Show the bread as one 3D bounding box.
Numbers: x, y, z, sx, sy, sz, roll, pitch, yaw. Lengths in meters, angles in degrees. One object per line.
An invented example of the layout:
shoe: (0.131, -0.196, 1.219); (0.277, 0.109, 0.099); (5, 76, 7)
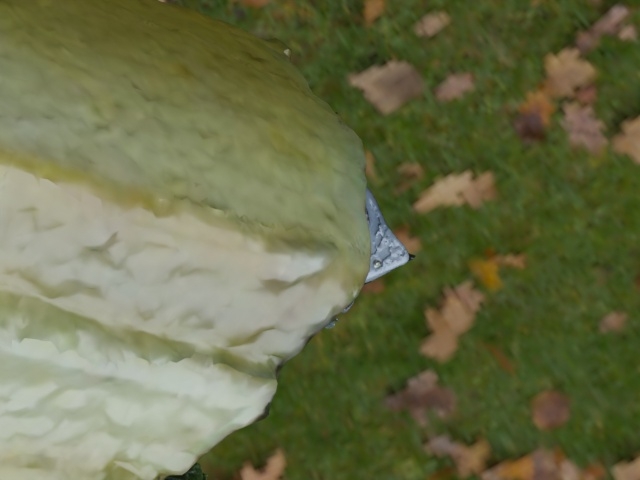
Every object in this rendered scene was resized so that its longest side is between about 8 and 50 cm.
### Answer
bread: (-0.198, 0.017, 0.770); (0.395, 0.239, 0.264); (-47, 130, 3)

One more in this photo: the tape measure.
tape measure: (-0.002, -0.001, 1.136); (0.091, 0.054, 0.094); (-39, 92, -29)

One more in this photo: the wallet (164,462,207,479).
wallet: (-0.206, 0.223, 1.423); (0.236, 0.160, 0.055); (6, 139, -5)
